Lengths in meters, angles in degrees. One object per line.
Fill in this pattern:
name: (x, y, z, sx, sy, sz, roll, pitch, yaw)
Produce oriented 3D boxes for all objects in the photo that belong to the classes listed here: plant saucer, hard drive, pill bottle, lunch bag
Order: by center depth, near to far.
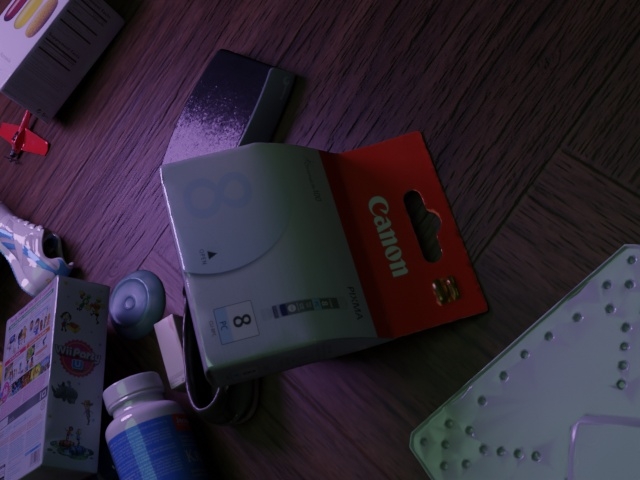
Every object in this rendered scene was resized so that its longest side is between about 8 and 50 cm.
pill bottle: (-0.244, 0.312, 1.472, 0.124, 0.124, 0.222, -32, 70, 20)
lunch bag: (-0.317, 0.340, 1.539, 0.065, 0.098, 0.067, -33, 66, 23)
hard drive: (-0.160, -0.184, 1.627, 0.172, 0.054, 0.255, 26, 90, 35)
plant saucer: (-0.311, 0.104, 1.654, 0.119, 0.021, 0.119, -10, 70, 29)

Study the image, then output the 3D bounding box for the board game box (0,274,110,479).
board game box: (-0.428, 0.238, 1.576, 0.224, 0.097, 0.303, -33, 51, 45)

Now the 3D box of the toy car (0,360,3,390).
toy car: (-0.675, 0.305, 1.799, 0.225, 0.053, 0.239, 18, 85, 34)

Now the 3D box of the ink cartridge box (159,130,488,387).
ink cartridge box: (0.000, 0.000, 1.348, 0.384, 0.091, 0.308, -15, 64, -4)

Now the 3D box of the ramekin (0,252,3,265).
ramekin: (-0.739, 0.017, 1.847, 0.303, 0.148, 0.303, -7, 71, 20)

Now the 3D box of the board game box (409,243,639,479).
board game box: (0.353, 0.268, 1.173, 0.390, 0.050, 0.390, -44, 58, 13)

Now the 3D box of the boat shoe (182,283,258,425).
boat shoe: (-0.158, 0.112, 1.510, 0.112, 0.095, 0.335, -18, 67, 26)

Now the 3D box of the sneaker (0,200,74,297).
sneaker: (-0.521, 0.004, 1.784, 0.092, 0.087, 0.229, -44, 64, 5)

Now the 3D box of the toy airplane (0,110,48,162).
toy airplane: (-0.563, -0.219, 1.904, 0.151, 0.028, 0.151, -9, 72, 28)

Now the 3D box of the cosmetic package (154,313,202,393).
cosmetic package: (-0.214, 0.177, 1.549, 0.041, 0.060, 0.115, -31, 63, 20)

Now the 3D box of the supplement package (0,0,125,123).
supplement package: (-0.504, -0.366, 1.831, 0.139, 0.134, 0.244, 35, 87, 34)
